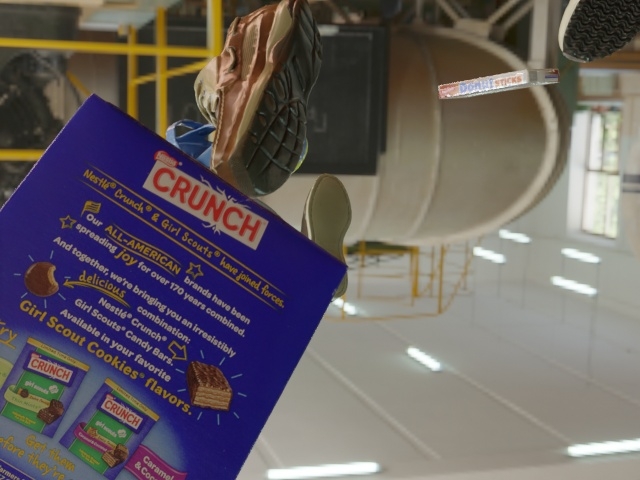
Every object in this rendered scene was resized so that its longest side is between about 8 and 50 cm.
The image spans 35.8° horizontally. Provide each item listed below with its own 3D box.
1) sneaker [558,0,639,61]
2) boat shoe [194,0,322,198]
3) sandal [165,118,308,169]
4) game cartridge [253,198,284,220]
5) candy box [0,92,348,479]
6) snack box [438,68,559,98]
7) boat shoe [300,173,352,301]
[{"bbox_3d":[0.234,-0.218,0.772,0.057,0.161,0.075,19,-153,-8],"label":"sneaker"},{"bbox_3d":[-0.083,-0.168,1.173,0.119,0.123,0.324,-4,-139,18],"label":"boat shoe"},{"bbox_3d":[-0.184,-0.184,1.987,0.317,0.126,0.138,-6,154,2],"label":"sandal"},{"bbox_3d":[-0.155,0.015,1.726,0.062,0.198,0.297,9,172,33],"label":"game cartridge"},{"bbox_3d":[-0.165,0.087,0.806,0.268,0.317,0.122,34,153,-8],"label":"candy box"},{"bbox_3d":[0.250,-0.223,1.410,0.064,0.022,0.178,-9,-175,-35],"label":"snack box"},{"bbox_3d":[0.000,0.000,1.577,0.081,0.228,0.068,17,146,-22],"label":"boat shoe"}]
